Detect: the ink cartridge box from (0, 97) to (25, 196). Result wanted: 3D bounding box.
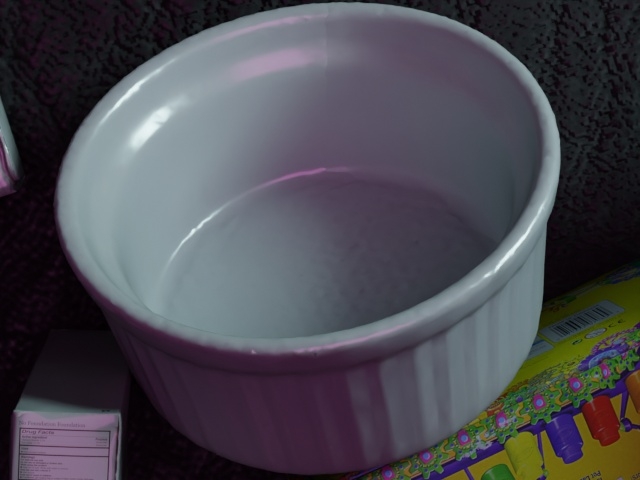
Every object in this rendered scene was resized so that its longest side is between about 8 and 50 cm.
[{"bbox_3d":[-0.303,-0.075,0.956,0.218,0.092,0.158,-17,98,-2],"label":"ink cartridge box"}]

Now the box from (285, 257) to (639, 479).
[{"bbox_3d":[0.161,0.199,0.999,0.290,0.177,0.279,-24,99,-4],"label":"box"}]

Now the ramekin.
[{"bbox_3d":[0.000,0.000,0.911,0.277,0.277,0.135,-17,135,-4],"label":"ramekin"}]

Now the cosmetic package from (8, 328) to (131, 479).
[{"bbox_3d":[-0.142,0.119,0.923,0.060,0.239,0.098,5,96,-5],"label":"cosmetic package"}]
